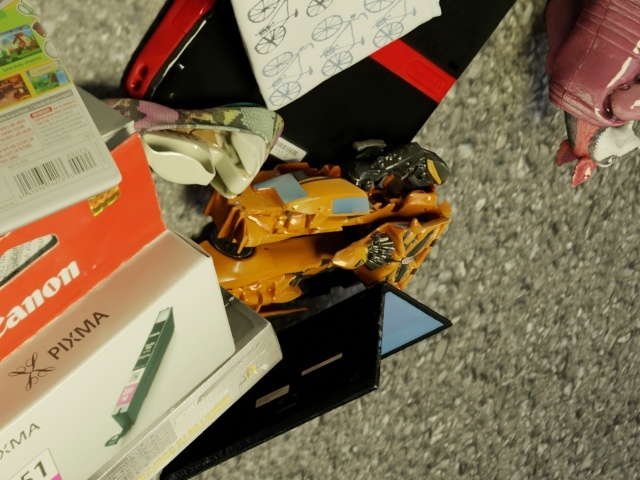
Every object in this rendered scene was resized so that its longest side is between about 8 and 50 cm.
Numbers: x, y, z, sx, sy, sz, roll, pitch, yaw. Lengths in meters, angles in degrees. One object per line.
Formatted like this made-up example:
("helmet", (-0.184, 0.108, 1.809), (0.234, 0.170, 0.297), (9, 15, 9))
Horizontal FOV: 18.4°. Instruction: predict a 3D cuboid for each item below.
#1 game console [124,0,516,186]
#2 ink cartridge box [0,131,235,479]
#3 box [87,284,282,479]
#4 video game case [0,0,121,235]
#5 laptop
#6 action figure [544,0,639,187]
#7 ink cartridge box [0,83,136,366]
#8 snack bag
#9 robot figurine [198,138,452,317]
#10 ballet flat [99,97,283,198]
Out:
("game console", (0.024, -0.211, 1.785), (0.342, 0.060, 0.386), (-52, 147, 7))
("ink cartridge box", (-0.197, 0.084, 1.513), (0.275, 0.060, 0.239), (-40, 147, -22))
("box", (-0.177, 0.112, 1.685), (0.231, 0.183, 0.056), (-43, 146, -20))
("video game case", (-0.277, -0.093, 1.394), (0.227, 0.206, 0.026), (-26, 177, -37))
("laptop", (-0.008, 0.151, 1.879), (0.234, 0.264, 0.136), (-28, 115, 19))
("action figure", (0.318, -0.220, 1.965), (0.276, 0.248, 0.370), (7, 110, -53))
("ink cartridge box", (-0.297, 0.025, 1.505), (0.307, 0.129, 0.223), (-27, 137, -38))
("snack bag", (0.075, -0.260, 1.575), (0.342, 0.037, 0.323), (-33, 159, -7))
("robot figurine", (0.000, 0.000, 1.859), (0.291, 0.085, 0.211), (-6, 142, -38))
("ballet flat", (-0.103, -0.074, 1.657), (0.221, 0.079, 0.077), (2, 130, -48))
